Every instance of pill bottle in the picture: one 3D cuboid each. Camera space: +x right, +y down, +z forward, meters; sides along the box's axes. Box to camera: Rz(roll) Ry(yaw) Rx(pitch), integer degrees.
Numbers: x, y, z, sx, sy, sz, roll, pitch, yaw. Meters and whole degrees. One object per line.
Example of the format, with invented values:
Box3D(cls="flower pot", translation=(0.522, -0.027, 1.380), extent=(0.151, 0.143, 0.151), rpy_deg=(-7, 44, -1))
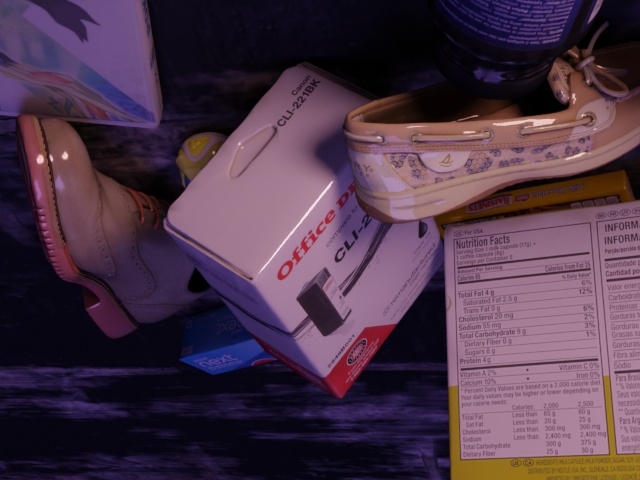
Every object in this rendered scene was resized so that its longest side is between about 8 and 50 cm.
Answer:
Box3D(cls="pill bottle", translation=(0.135, -0.195, 0.629), extent=(0.123, 0.122, 0.219), rpy_deg=(5, 151, -1))

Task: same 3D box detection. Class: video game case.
Box3D(cls="video game case", translation=(-0.305, -0.200, 0.770), extent=(0.329, 0.036, 0.300), rpy_deg=(4, 151, -1))

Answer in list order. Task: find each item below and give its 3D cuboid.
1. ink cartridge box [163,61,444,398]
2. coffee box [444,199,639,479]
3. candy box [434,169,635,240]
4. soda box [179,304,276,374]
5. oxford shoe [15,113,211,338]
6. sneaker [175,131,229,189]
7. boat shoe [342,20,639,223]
Box3D(cls="ink cartridge box", translation=(0.000, 0.000, 0.901), extent=(0.114, 0.197, 0.273), rpy_deg=(30, 164, 31))
Box3D(cls="coffee box", translation=(0.339, 0.164, 0.993), extent=(0.338, 0.334, 0.338), rpy_deg=(-8, 158, 23))
Box3D(cls="candy box", translation=(0.231, -0.022, 1.026), extent=(0.206, 0.027, 0.105), rpy_deg=(-10, 152, 25))
Box3D(cls="soda box", translation=(-0.089, 0.123, 1.290), extent=(0.210, 0.067, 0.071), rpy_deg=(-17, 144, 35))
Box3D(cls="oxford shoe", translation=(-0.208, -0.023, 1.007), extent=(0.147, 0.140, 0.397), rpy_deg=(-17, 158, -4))
Box3D(cls="sneaker", translation=(-0.086, -0.002, 1.002), extent=(0.091, 0.126, 0.240), rpy_deg=(-9, 148, 23))
Box3D(cls="boat shoe", translation=(0.157, -0.102, 0.757), extent=(0.285, 0.104, 0.089), rpy_deg=(-23, 127, -8))
